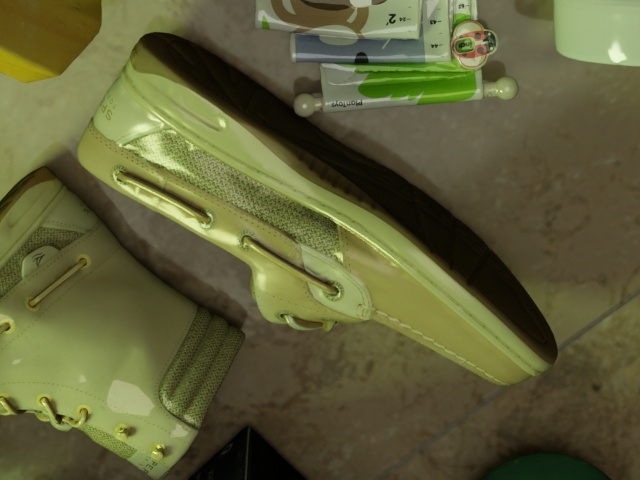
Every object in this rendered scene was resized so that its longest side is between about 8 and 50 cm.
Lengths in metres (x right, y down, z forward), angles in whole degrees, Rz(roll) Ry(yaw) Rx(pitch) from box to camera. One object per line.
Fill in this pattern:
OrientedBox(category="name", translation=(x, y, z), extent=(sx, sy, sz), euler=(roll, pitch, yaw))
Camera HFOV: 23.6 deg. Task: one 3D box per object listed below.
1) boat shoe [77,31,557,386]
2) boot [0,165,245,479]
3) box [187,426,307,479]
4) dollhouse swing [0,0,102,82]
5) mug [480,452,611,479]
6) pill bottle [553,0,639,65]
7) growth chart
OrientedBox(category="boat shoe", translation=(0.000, 0.000, 1.013), extent=(0.341, 0.121, 0.110), euler=(36, 107, 0))
OrientedBox(category="boot", translation=(-0.190, 0.110, 1.016), extent=(0.203, 0.095, 0.262), euler=(40, 71, -14))
OrientedBox(category="box", translation=(-0.056, 0.347, 1.071), extent=(0.294, 0.183, 0.296), euler=(-42, 103, 9))
OrientedBox(category="dollhouse swing", translation=(-0.315, -0.251, 0.829), extent=(0.315, 0.305, 0.347), euler=(-4, 77, 12))
OrientedBox(category="mug", translation=(0.150, 0.225, 1.085), extent=(0.158, 0.097, 0.129), euler=(-40, 104, 10))
OrientedBox(category="pill bottle", translation=(0.201, -0.270, 0.901), extent=(0.176, 0.176, 0.318), euler=(-3, 106, 0))
OrientedBox(category="growth chart", translation=(0.026, -0.194, 0.993), extent=(0.172, 0.021, 0.237), euler=(-10, 100, 0))
